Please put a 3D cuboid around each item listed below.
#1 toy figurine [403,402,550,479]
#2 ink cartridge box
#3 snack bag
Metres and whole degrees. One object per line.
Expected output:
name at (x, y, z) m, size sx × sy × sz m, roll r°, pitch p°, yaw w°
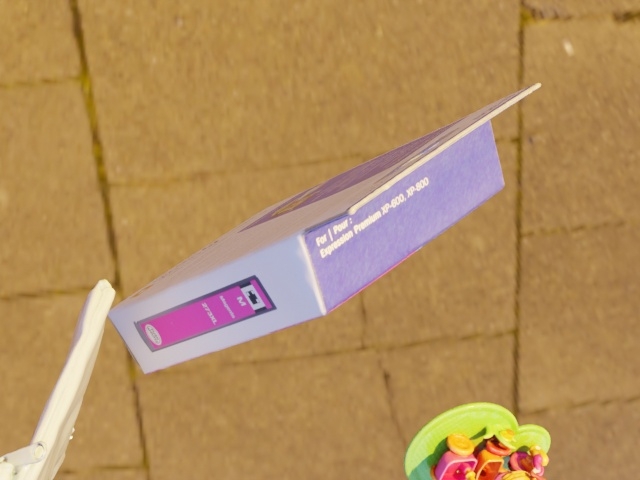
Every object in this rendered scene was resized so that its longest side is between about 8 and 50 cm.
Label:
toy figurine at (0.191, 0.267, 1.723) m, size 0.173 × 0.159 × 0.130 m, roll 6°, pitch 126°, yaw -28°
ink cartridge box at (0.000, 0.000, 1.167) m, size 0.069 × 0.175 × 0.371 m, roll 58°, pitch 149°, yaw -4°
snack bag at (-0.232, 0.222, 1.180) m, size 0.037 × 0.343 × 0.323 m, roll 22°, pitch 146°, yaw -3°
